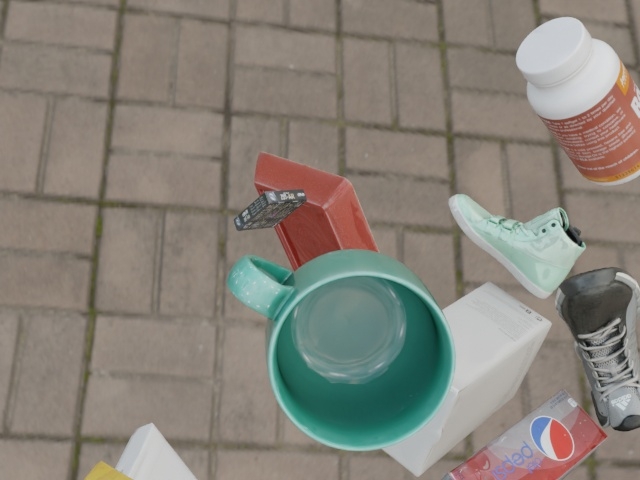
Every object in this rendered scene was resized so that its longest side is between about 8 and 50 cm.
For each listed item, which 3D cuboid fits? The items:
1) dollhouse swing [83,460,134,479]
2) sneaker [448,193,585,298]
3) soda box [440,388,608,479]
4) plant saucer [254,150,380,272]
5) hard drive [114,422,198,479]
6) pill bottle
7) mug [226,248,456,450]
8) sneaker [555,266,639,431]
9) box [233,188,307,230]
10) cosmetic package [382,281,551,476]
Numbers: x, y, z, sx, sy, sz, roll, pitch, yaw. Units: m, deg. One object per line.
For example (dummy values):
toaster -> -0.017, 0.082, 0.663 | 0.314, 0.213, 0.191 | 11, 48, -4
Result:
dollhouse swing -> -0.218, 0.483, 1.157 | 0.305, 0.315, 0.347 | 24, 65, 29
sneaker -> 0.365, -0.032, 1.920 | 0.256, 0.151, 0.094 | 42, 26, 10
soda box -> 0.253, 0.294, 1.347 | 0.263, 0.083, 0.092 | -24, 65, -41
plant saucer -> 0.000, 0.000, 1.635 | 0.048, 0.259, 0.258 | -35, 30, -22
hard drive -> -0.197, 0.475, 1.550 | 0.353, 0.047, 0.233 | 56, 25, -21
pill bottle -> 0.339, -0.177, 1.332 | 0.216, 0.121, 0.121 | 44, 54, -36
mug -> 0.019, 0.060, 0.749 | 0.129, 0.097, 0.157 | -23, 104, 1
sneaker -> 0.308, 0.125, 1.090 | 0.086, 0.228, 0.132 | -17, 58, 13
box -> -0.068, -0.040, 1.406 | 0.067, 0.083, 0.018 | -7, 69, -41
cosmetic package -> 0.239, 0.233, 1.846 | 0.155, 0.197, 0.365 | 36, 32, 24
